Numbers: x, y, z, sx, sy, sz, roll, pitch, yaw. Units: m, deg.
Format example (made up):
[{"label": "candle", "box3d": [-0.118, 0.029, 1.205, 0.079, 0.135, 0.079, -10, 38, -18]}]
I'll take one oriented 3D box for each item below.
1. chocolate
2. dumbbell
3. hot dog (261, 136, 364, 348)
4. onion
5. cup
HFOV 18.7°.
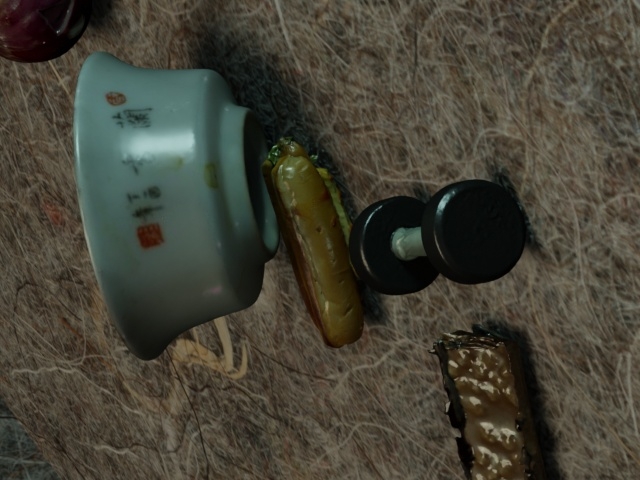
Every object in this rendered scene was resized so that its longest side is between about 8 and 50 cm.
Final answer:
[{"label": "chocolate", "box3d": [0.196, 0.228, 2.007, 0.102, 0.065, 0.329, 11, 128, 42]}, {"label": "dumbbell", "box3d": [0.110, -0.001, 1.880, 0.100, 0.100, 0.191, 64, 155, -6]}, {"label": "hot dog", "box3d": [0.000, 0.000, 2.134, 0.104, 0.076, 0.250, -130, 23, -70]}, {"label": "onion", "box3d": [-0.368, -0.305, 2.404, 0.200, 0.200, 0.207, 52, 141, 19]}, {"label": "cup", "box3d": [-0.141, -0.049, 2.144, 0.347, 0.163, 0.347, -9, -90, -81]}]
